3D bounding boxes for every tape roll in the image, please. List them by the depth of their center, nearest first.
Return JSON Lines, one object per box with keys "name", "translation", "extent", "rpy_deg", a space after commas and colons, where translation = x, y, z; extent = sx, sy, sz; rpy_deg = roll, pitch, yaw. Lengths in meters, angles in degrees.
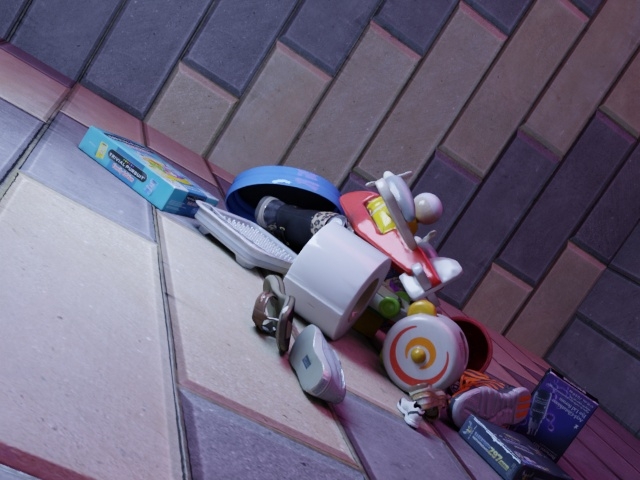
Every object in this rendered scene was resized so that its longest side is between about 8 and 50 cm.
{"name": "tape roll", "translation": [0.038, 0.099, 1.834], "extent": [0.169, 0.246, 0.246], "rpy_deg": [34, 7, 14]}

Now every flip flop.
{"name": "flip flop", "translation": [-0.104, 0.142, 1.537], "extent": [0.080, 0.112, 0.277], "rpy_deg": [4, 17, -14]}

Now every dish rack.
{"name": "dish rack", "translation": [-0.195, 0.012, 2.112], "extent": [0.285, 0.072, 0.333], "rpy_deg": [36, 7, 29]}

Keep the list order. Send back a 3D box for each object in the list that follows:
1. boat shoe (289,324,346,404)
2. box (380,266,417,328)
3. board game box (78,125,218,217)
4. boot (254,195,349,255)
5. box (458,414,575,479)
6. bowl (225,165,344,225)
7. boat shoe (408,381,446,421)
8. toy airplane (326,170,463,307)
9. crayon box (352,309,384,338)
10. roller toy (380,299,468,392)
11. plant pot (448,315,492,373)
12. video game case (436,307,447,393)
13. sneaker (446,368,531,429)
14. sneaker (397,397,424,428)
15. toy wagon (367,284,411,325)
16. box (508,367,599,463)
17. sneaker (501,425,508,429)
{"name": "boat shoe", "translation": [-0.001, 0.239, 1.422], "extent": [0.081, 0.079, 0.227], "rpy_deg": [40, 9, -20]}
{"name": "box", "translation": [0.214, 0.116, 2.342], "extent": [0.143, 0.270, 0.165], "rpy_deg": [-12, 10, 1]}
{"name": "board game box", "translation": [-0.489, -0.190, 2.163], "extent": [0.336, 0.079, 0.254], "rpy_deg": [36, 7, 19]}
{"name": "boot", "translation": [0.000, 0.000, 2.334], "extent": [0.284, 0.138, 0.377], "rpy_deg": [13, -24, 41]}
{"name": "box", "translation": [0.447, 0.492, 1.703], "extent": [0.232, 0.059, 0.183], "rpy_deg": [29, 7, -36]}
{"name": "bowl", "translation": [-0.112, -0.120, 2.442], "extent": [0.391, 0.077, 0.391], "rpy_deg": [7, -24, 3]}
{"name": "boat shoe", "translation": [0.242, 0.370, 1.674], "extent": [0.190, 0.068, 0.072], "rpy_deg": [36, 35, -59]}
{"name": "toy airplane", "translation": [0.235, -0.011, 1.986], "extent": [0.384, 0.272, 0.386], "rpy_deg": [46, -11, -6]}
{"name": "crayon box", "translation": [0.062, 0.166, 2.153], "extent": [0.203, 0.083, 0.323], "rpy_deg": [31, 6, -17]}
{"name": "roller toy", "translation": [0.252, 0.268, 1.800], "extent": [0.191, 0.209, 0.146], "rpy_deg": [39, 11, 20]}
{"name": "plant pot", "translation": [0.422, 0.323, 2.258], "extent": [0.191, 0.191, 0.174], "rpy_deg": [35, 4, 15]}
{"name": "video game case", "translation": [0.303, 0.290, 1.974], "extent": [0.026, 0.227, 0.206], "rpy_deg": [-11, -9, 19]}
{"name": "sneaker", "translation": [0.369, 0.398, 1.866], "extent": [0.180, 0.124, 0.321], "rpy_deg": [15, 2, 44]}
{"name": "sneaker", "translation": [0.194, 0.355, 1.584], "extent": [0.040, 0.044, 0.109], "rpy_deg": [29, 6, -15]}
{"name": "toy wagon", "translation": [0.121, 0.125, 2.076], "extent": [0.344, 0.068, 0.267], "rpy_deg": [33, 6, 11]}
{"name": "box", "translation": [0.632, 0.476, 2.046], "extent": [0.153, 0.207, 0.108], "rpy_deg": [34, 7, 16]}
{"name": "sneaker", "translation": [0.483, 0.467, 2.016], "extent": [0.061, 0.065, 0.158], "rpy_deg": [37, 8, 32]}
